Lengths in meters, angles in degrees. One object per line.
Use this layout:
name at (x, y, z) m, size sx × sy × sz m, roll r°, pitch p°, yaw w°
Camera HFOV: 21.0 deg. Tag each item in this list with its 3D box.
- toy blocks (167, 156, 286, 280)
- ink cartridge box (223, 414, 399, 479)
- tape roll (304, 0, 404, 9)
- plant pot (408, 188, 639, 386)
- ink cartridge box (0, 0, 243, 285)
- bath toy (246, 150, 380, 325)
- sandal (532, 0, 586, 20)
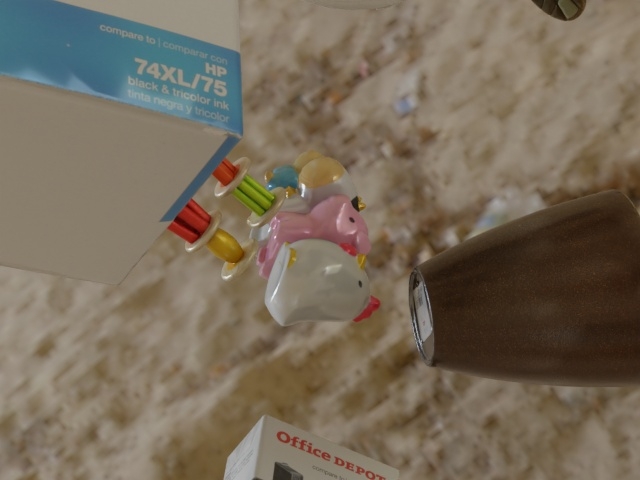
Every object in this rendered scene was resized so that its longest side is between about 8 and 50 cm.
toy blocks at (-0.118, -0.049, 1.739) m, size 0.054 × 0.148 × 0.123 m, roll -20°, pitch 37°, yaw 53°
ink cartridge box at (-0.022, 0.369, 2.053) m, size 0.114 × 0.197 × 0.273 m, roll -52°, pitch 21°, yaw 40°
tape roll at (0.034, -0.381, 1.761) m, size 0.246 × 0.246 × 0.169 m, roll -21°, pitch 38°, yaw 25°
plant pot at (0.217, 0.065, 1.845) m, size 0.230 × 0.215 × 0.215 m, roll -7°, pitch 27°, yaw -9°
ink cartridge box at (-0.177, -0.148, 1.064) m, size 0.198 × 0.197 × 0.270 m, roll -45°, pitch 41°, yaw 50°
bath toy at (0.000, 0.000, 2.044) m, size 0.348 × 0.129 × 0.151 m, roll -104°, pitch 35°, yaw -68°
sandal at (0.235, -0.323, 1.906) m, size 0.049 × 0.180 × 0.072 m, roll -42°, pitch 0°, yaw -31°
